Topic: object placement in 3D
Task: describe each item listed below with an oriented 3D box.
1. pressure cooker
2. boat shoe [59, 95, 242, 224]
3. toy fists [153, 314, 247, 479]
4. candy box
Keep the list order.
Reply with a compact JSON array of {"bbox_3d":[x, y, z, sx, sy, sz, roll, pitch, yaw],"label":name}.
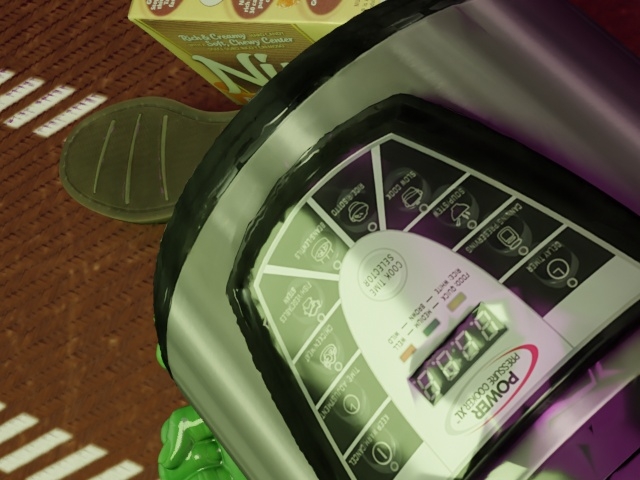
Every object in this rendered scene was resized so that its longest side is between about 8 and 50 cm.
[{"bbox_3d":[0.150,0.090,0.762,0.375,0.370,0.420,-25,58,-27],"label":"pressure cooker"},{"bbox_3d":[-0.078,-0.058,1.078,0.307,0.104,0.111,2,79,31],"label":"boat shoe"},{"bbox_3d":[-0.064,0.118,1.016,0.142,0.096,0.279,-13,69,23],"label":"toy fists"},{"bbox_3d":[0.031,-0.168,1.012,0.316,0.183,0.088,8,76,29],"label":"candy box"}]
